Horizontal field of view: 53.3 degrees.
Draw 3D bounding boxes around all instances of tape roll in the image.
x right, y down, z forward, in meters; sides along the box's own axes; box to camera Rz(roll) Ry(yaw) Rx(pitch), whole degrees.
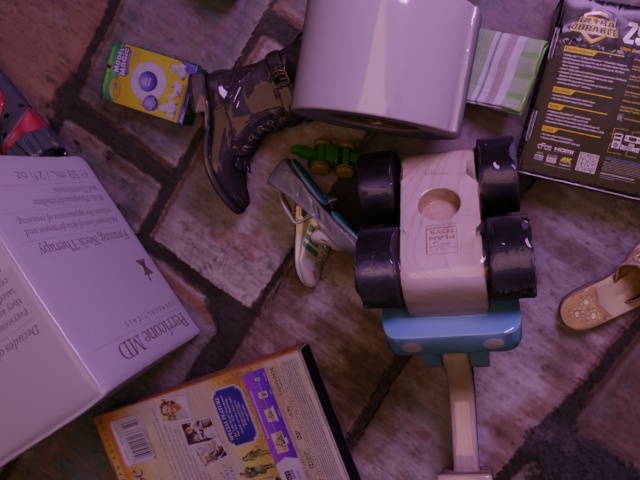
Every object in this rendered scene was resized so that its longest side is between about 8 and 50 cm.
[{"bbox_3d":[0.089,-0.245,0.895,0.246,0.246,0.169,10,95,12],"label":"tape roll"}]

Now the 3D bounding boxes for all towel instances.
[{"bbox_3d":[0.245,-0.254,0.942,0.152,0.023,0.113,25,103,37],"label":"towel"}]

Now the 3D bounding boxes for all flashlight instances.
[{"bbox_3d":[-0.584,-0.246,1.137,0.103,0.103,0.304,-43,87,17],"label":"flashlight"}]

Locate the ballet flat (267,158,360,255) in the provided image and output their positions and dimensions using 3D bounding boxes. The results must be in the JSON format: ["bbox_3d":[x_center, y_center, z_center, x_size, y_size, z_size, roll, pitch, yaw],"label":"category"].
[{"bbox_3d":[-0.002,-0.034,0.991,0.068,0.072,0.213,-43,80,13],"label":"ballet flat"}]

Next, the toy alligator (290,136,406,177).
[{"bbox_3d":[0.045,-0.125,1.024,0.190,0.051,0.056,7,67,-5],"label":"toy alligator"}]

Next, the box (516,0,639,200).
[{"bbox_3d":[0.467,-0.184,0.902,0.322,0.079,0.257,14,97,12],"label":"box"}]

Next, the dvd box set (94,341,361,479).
[{"bbox_3d":[-0.162,0.386,1.127,0.420,0.062,0.307,-21,91,15],"label":"dvd box set"}]

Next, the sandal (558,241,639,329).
[{"bbox_3d":[0.464,0.062,0.928,0.240,0.079,0.088,-36,88,15],"label":"sandal"}]

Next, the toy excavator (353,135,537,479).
[{"bbox_3d":[0.202,0.133,0.941,0.222,0.445,0.433,-6,51,15],"label":"toy excavator"}]

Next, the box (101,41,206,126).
[{"bbox_3d":[-0.295,-0.272,1.094,0.179,0.043,0.105,19,100,12],"label":"box"}]

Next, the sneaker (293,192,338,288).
[{"bbox_3d":[0.000,0.000,1.045,0.075,0.057,0.161,1,94,19],"label":"sneaker"}]

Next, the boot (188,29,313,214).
[{"bbox_3d":[-0.079,-0.187,1.031,0.229,0.091,0.263,-12,101,7],"label":"boot"}]

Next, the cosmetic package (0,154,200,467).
[{"bbox_3d":[-0.481,0.111,1.034,0.327,0.329,0.393,-35,88,14],"label":"cosmetic package"}]
